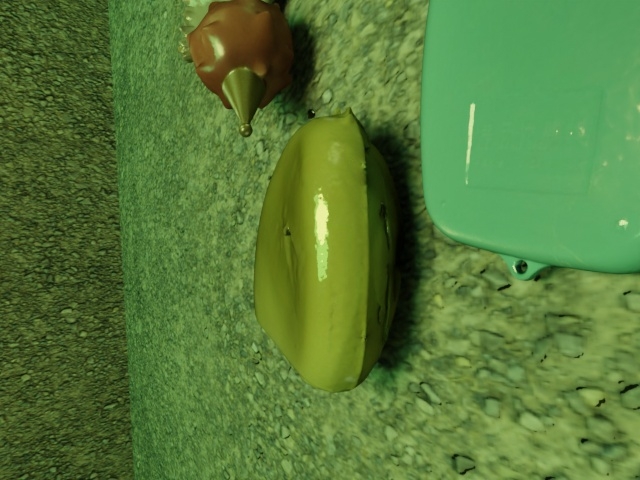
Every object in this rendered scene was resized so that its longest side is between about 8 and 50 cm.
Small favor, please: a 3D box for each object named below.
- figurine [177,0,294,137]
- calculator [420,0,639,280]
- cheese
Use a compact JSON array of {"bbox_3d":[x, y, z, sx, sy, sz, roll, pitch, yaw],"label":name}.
[{"bbox_3d":[-0.114,-0.294,0.675,0.207,0.166,0.387,-30,54,12],"label":"figurine"},{"bbox_3d":[0.178,-0.157,0.340,0.256,0.054,0.387,15,105,54],"label":"calculator"},{"bbox_3d":[0.000,0.000,0.542,0.259,0.128,0.316,32,116,52],"label":"cheese"}]
